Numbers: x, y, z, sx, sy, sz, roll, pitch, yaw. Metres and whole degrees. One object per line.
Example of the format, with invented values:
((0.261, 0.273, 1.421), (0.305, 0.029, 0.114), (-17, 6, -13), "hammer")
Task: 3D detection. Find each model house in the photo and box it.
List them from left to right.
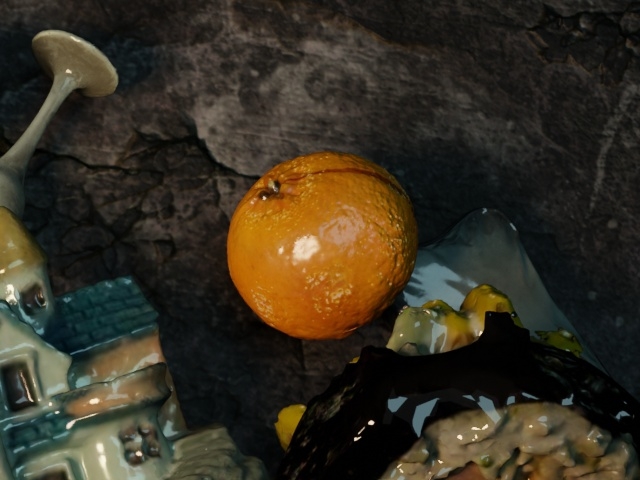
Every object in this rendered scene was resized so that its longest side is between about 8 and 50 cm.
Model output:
((-0.227, 0.119, 1.316), (0.267, 0.194, 0.325), (-16, 89, -26), "model house")

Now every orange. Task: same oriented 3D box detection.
((0.000, 0.000, 1.501), (0.161, 0.193, 0.193), (58, 48, -42), "orange")

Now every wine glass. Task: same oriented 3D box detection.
((-0.229, -0.020, 1.464), (0.264, 0.096, 0.309), (27, 61, -4), "wine glass")

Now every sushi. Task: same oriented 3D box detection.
((0.108, 0.195, 1.362), (0.329, 0.328, 0.285), (28, 23, -27), "sushi")

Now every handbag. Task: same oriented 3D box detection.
((0.191, 0.120, 1.597), (0.192, 0.075, 0.332), (-29, 84, -26), "handbag")
